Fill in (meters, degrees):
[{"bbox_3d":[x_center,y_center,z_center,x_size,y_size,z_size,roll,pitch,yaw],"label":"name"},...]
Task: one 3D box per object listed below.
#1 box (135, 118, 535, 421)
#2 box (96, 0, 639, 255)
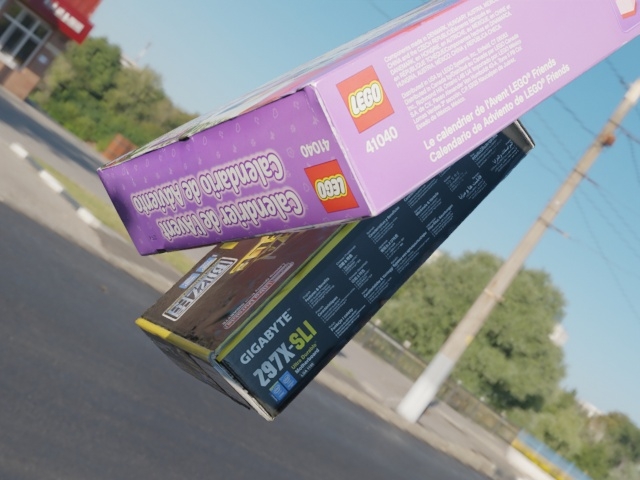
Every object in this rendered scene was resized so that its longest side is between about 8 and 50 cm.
[{"bbox_3d":[0.000,0.000,0.778,0.079,0.322,0.257,50,-17,-15],"label":"box"},{"bbox_3d":[0.051,-0.089,0.457,0.201,0.293,0.057,-9,-69,54],"label":"box"}]
